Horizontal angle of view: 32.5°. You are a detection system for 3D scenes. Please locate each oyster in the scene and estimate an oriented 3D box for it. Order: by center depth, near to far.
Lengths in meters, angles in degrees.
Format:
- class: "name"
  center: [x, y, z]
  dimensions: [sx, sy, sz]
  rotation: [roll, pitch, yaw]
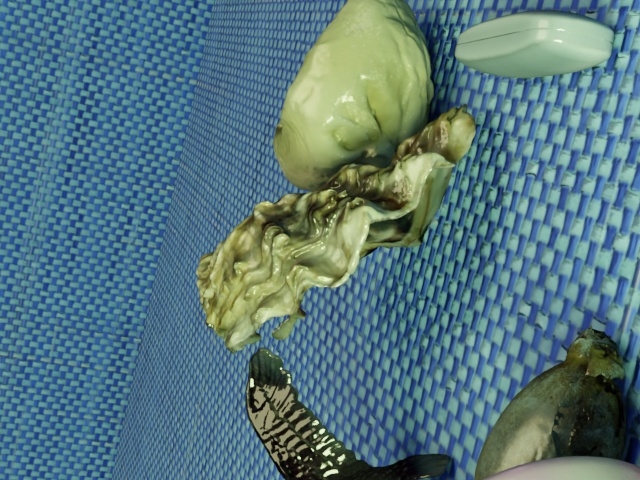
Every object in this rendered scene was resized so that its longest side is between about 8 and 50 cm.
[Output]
- class: "oyster"
  center: [-0.001, -0.002, 1.040]
  dimensions: [0.351, 0.238, 0.114]
  rotation: [-25, 95, 46]

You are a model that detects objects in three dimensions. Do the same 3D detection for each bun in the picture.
- class: "bun"
  center: [0.043, -0.145, 1.155]
  dimensions: [0.229, 0.145, 0.229]
  rotation: [-53, -5, -7]

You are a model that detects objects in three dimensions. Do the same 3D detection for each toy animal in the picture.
- class: "toy animal"
  center: [0.017, 0.248, 0.948]
  dimensions: [0.272, 0.160, 0.197]
  rotation: [-118, 42, -63]

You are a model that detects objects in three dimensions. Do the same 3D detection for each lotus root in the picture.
- class: "lotus root"
  center: [0.155, 0.136, 0.725]
  dimensions: [0.165, 0.088, 0.088]
  rotation: [-67, 19, 7]

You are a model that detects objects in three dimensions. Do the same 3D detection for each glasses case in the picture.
- class: "glasses case"
  center: [0.166, -0.155, 0.875]
  dimensions: [0.178, 0.067, 0.045]
  rotation: [-166, 84, -73]

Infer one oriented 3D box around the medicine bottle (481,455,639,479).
- class: "medicine bottle"
  center: [0.144, 0.252, 0.563]
  dimensions: [0.254, 0.152, 0.152]
  rotation: [-95, 23, -45]
